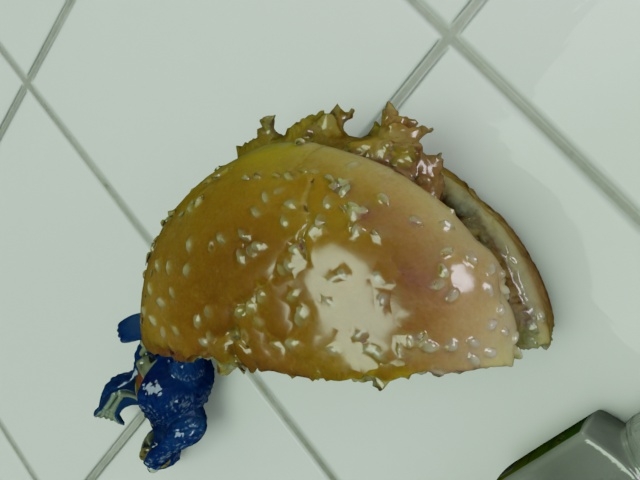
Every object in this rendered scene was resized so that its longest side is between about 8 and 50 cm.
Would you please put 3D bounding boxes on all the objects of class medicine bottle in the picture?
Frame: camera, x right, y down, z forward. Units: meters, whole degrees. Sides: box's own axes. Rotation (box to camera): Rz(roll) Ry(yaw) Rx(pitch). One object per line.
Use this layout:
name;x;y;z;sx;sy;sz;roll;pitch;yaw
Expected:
medicine bottle;0.286;0.245;0.811;0.188;0.088;0.132;-43;74;29

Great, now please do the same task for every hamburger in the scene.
hamburger;0.000;0.000;0.865;0.445;0.268;0.287;-2;92;34

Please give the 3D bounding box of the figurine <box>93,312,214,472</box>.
figurine;-0.208;0.212;1.115;0.164;0.120;0.262;41;131;21
